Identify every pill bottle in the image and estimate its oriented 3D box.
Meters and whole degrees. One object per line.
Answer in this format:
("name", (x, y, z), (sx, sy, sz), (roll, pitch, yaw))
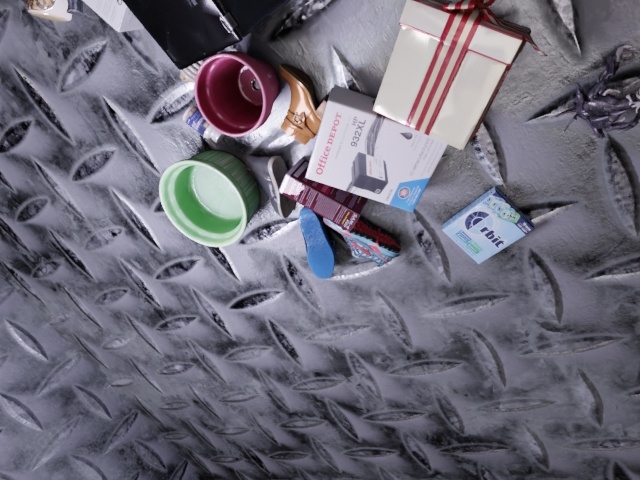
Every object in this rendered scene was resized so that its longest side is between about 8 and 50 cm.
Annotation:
("pill bottle", (-0.350, -0.353, 1.216), (0.120, 0.067, 0.067), (38, 126, -6))

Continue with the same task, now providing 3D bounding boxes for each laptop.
("laptop", (-0.260, -0.635, 0.836), (0.408, 0.236, 0.382), (2, 142, 42))

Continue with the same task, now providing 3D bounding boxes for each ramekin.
("ramekin", (-0.347, -0.143, 1.301), (0.304, 0.148, 0.303), (10, 125, 14))

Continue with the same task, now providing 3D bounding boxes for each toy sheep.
("toy sheep", (-0.348, -0.494, 1.114), (0.091, 0.091, 0.132), (45, 120, -11))

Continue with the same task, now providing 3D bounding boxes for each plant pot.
("plant pot", (-0.200, -0.400, 1.059), (0.202, 0.180, 0.201), (10, 125, 14))

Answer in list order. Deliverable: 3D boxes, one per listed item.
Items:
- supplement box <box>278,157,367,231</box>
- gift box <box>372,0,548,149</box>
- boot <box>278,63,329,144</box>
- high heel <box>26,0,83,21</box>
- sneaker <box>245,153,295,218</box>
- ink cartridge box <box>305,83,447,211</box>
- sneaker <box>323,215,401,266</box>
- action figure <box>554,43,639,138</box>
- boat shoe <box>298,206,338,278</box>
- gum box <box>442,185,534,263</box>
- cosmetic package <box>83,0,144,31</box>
("supplement box", (0.014, -0.138, 1.184), (0.240, 0.130, 0.073), (29, 127, 1))
("gift box", (0.303, -0.373, 0.852), (0.277, 0.255, 0.258), (25, 129, 11))
("boot", (-0.068, -0.368, 1.099), (0.197, 0.073, 0.152), (42, 127, -9))
("high heel", (-0.751, -0.731, 1.130), (0.261, 0.093, 0.186), (12, 103, 28))
("sneaker", (-0.155, -0.176, 1.267), (0.118, 0.083, 0.222), (18, 136, 32))
("ink cartridge box", (0.139, -0.235, 1.045), (0.308, 0.129, 0.223), (17, 127, -4))
("sneaker", (0.112, 0.002, 1.257), (0.262, 0.104, 0.125), (31, 129, -1))
("action figure", (0.656, -0.312, 0.835), (0.164, 0.141, 0.276), (48, 151, -23))
("boat shoe", (0.000, 0.000, 1.311), (0.109, 0.089, 0.258), (-5, 115, 8))
("gum box", (0.471, -0.039, 1.135), (0.157, 0.041, 0.184), (41, 127, -8))
("cosmetic package", (-0.481, -0.643, 1.001), (0.151, 0.183, 0.151), (42, 126, -8))
